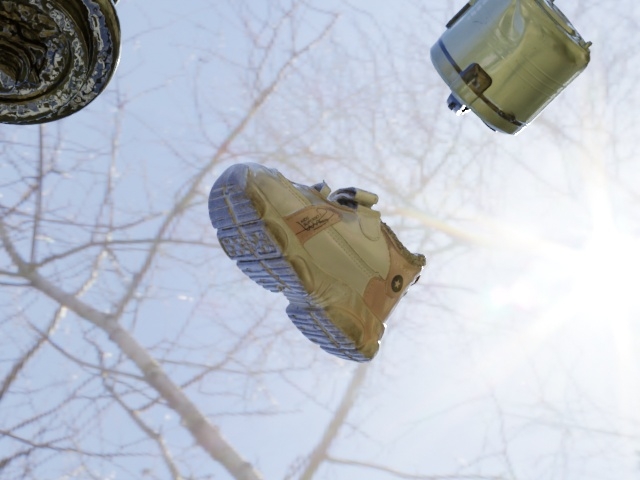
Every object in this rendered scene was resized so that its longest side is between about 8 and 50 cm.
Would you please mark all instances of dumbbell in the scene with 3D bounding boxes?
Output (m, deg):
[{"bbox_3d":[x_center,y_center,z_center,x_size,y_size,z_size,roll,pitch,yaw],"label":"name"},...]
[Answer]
[{"bbox_3d":[-0.275,-0.227,1.031,0.192,0.192,0.290,51,-160,-38],"label":"dumbbell"}]

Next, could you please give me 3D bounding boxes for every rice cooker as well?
[{"bbox_3d":[0.308,-0.304,1.863,0.226,0.226,0.244,14,-55,-48],"label":"rice cooker"}]

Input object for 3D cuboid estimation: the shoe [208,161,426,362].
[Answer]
[{"bbox_3d":[-0.002,-0.001,1.593,0.198,0.172,0.351,-50,-60,-23],"label":"shoe"}]
